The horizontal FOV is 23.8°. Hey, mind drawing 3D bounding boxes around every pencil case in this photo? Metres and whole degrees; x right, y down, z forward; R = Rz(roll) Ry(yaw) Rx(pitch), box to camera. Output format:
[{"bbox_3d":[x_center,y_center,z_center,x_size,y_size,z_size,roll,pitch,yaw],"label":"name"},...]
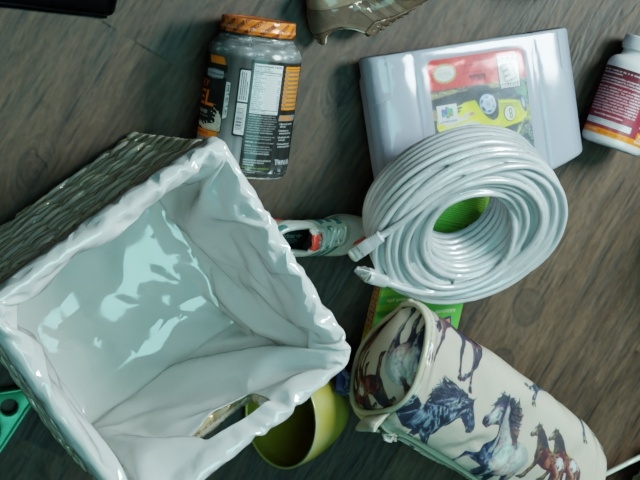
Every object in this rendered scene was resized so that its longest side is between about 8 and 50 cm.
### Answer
[{"bbox_3d":[0.211,0.249,2.007,0.410,0.160,0.183,36,76,-32],"label":"pencil case"}]

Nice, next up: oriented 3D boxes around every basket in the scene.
[{"bbox_3d":[-0.207,0.087,1.772,0.328,0.266,0.331,-37,112,-16],"label":"basket"}]

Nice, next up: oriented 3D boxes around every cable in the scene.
[{"bbox_3d":[0.180,-0.028,1.920,0.257,0.089,0.257,28,115,-38],"label":"cable"}]

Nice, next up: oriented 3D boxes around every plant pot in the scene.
[{"bbox_3d":[-0.019,0.223,1.975,0.095,0.134,0.134,-5,106,-45],"label":"plant pot"}]

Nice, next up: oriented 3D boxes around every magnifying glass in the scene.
[{"bbox_3d":[-0.378,0.200,1.883,0.231,0.026,0.092,-33,111,-12],"label":"magnifying glass"}]

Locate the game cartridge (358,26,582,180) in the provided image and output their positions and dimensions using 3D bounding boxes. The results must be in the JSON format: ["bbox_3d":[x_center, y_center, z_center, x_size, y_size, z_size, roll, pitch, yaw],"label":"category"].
[{"bbox_3d":[0.201,-0.162,1.977,0.294,0.060,0.196,-11,101,-18],"label":"game cartridge"}]

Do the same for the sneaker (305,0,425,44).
[{"bbox_3d":[0.071,-0.297,1.918,0.188,0.066,0.071,-12,123,-12],"label":"sneaker"}]

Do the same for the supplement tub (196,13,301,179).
[{"bbox_3d":[-0.087,-0.176,1.851,0.117,0.117,0.190,4,100,-21],"label":"supplement tub"}]

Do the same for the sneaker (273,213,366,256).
[{"bbox_3d":[0.000,0.000,1.945,0.161,0.075,0.057,-1,103,-19],"label":"sneaker"}]

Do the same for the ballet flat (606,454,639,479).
[{"bbox_3d":[0.393,0.423,2.179,0.409,0.147,0.147,-39,112,-11],"label":"ballet flat"}]

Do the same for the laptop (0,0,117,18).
[{"bbox_3d":[-0.394,-0.504,1.716,0.382,0.236,0.407,4,73,-21],"label":"laptop"}]

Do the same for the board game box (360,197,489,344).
[{"bbox_3d":[0.137,0.052,2.030,0.124,0.039,0.259,10,96,-20],"label":"board game box"}]

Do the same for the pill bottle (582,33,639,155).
[{"bbox_3d":[0.416,-0.196,2.044,0.086,0.086,0.152,16,97,-23],"label":"pill bottle"}]
